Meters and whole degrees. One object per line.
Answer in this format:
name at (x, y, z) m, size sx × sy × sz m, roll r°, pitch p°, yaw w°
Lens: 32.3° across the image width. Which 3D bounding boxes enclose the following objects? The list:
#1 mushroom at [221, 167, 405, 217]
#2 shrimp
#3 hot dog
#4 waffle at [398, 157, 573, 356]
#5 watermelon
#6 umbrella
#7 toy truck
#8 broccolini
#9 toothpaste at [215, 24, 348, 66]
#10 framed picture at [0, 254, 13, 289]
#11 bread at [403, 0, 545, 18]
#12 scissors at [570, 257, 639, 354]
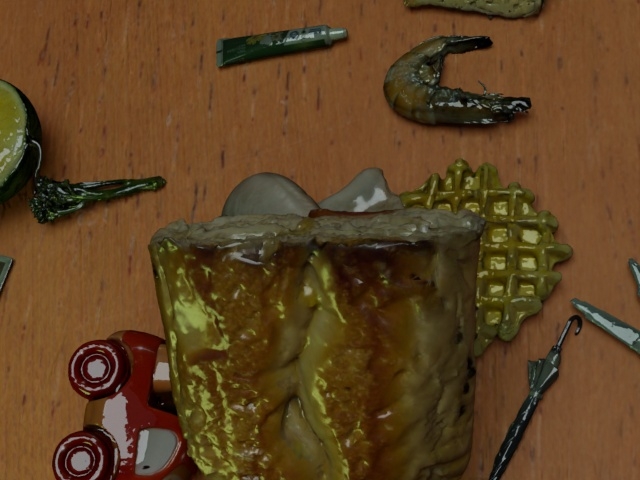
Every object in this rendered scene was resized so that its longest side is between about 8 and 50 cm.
mushroom at (0.000, 0.000, 1.418) m, size 0.244 × 0.243 × 0.243 m, roll -4°, pitch 69°, yaw 12°
shrimp at (0.197, -0.228, 1.560) m, size 0.217 × 0.051 × 0.150 m, roll 11°, pitch 66°, yaw 21°
hot dog at (0.005, 0.145, 1.238) m, size 0.367 × 0.196 × 0.365 m, roll 0°, pitch 107°, yaw 12°
waffle at (0.187, 0.027, 1.463) m, size 0.261 × 0.056 × 0.250 m, roll -39°, pitch 67°, yaw -5°
watermelon at (-0.497, -0.131, 1.639) m, size 0.232 × 0.127 × 0.204 m, roll -6°, pitch 69°, yaw 13°
umbrella at (0.257, 0.205, 1.389) m, size 0.044 × 0.044 × 0.269 m, roll 17°, pitch 71°, yaw 50°
toy truck at (-0.197, 0.232, 1.410) m, size 0.239 × 0.189 × 0.264 m, roll 4°, pitch 71°, yaw 6°
broccolini at (-0.330, -0.077, 1.618) m, size 0.201 × 0.058 × 0.074 m, roll -14°, pitch 75°, yaw 9°
toothpaste at (-0.060, -0.296, 1.652) m, size 0.204 × 0.031 × 0.049 m, roll -7°, pitch 67°, yaw 12°
framed picture at (-0.544, 0.095, 1.630) m, size 0.142 × 0.011 × 0.183 m, roll 13°, pitch 73°, yaw 17°
bread at (0.241, -0.501, 1.642) m, size 0.249 × 0.279 × 0.315 m, roll 10°, pitch 30°, yaw 16°
scissors at (0.472, 0.181, 1.351) m, size 0.256 × 0.029 × 0.383 m, roll -42°, pitch 69°, yaw -4°
